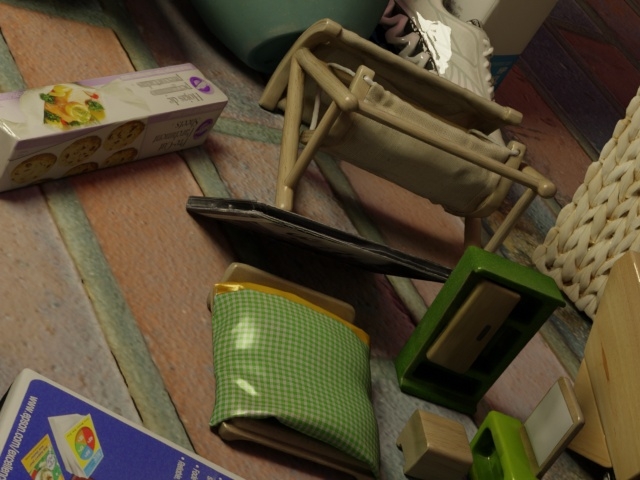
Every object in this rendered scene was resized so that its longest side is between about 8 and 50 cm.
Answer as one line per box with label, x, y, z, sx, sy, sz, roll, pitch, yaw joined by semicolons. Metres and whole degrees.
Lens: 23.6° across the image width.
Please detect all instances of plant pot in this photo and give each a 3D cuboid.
plant pot;-0.032;-0.304;1.773;0.290;0.290;0.195;6;69;-42

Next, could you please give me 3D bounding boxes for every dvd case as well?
dvd case;0.000;0.000;1.453;0.221;0.018;0.164;20;-6;-26

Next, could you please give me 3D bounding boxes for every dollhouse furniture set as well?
dollhouse furniture set;0.065;0.096;1.323;0.302;0.151;0.197;21;30;-22

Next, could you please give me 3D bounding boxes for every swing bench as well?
swing bench;0.086;-0.106;1.651;0.253;0.165;0.254;23;29;-20

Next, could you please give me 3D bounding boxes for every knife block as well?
knife block;0.339;0.168;1.419;0.088;0.275;0.242;16;3;-31

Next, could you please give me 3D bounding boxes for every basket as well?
basket;0.468;-0.030;1.775;0.266;0.328;0.331;40;29;20

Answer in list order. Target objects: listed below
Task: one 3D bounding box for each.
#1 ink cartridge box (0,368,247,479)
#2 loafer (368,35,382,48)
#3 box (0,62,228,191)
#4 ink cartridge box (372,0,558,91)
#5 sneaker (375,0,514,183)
ink cartridge box;-0.104;0.252;0.994;0.307;0.072;0.303;30;27;-12
loafer;0.034;-0.233;1.907;0.223;0.076;0.078;51;-4;30
box;-0.209;-0.111;1.452;0.063;0.067;0.324;44;28;16
ink cartridge box;0.190;-0.413;1.998;0.166;0.395;0.285;-8;49;-51
sneaker;0.170;-0.198;1.872;0.292;0.118;0.110;60;-1;8
